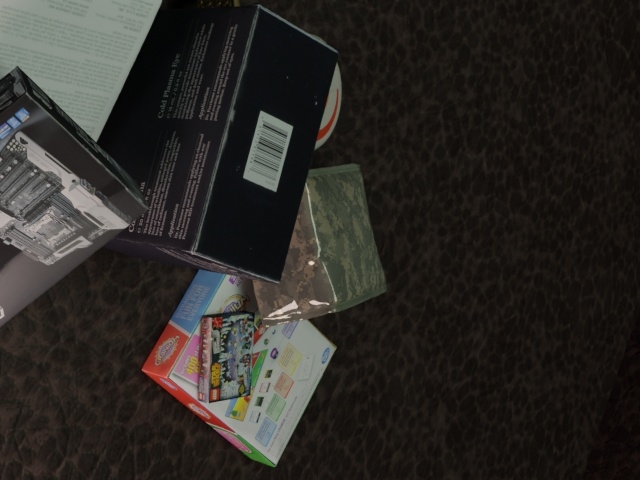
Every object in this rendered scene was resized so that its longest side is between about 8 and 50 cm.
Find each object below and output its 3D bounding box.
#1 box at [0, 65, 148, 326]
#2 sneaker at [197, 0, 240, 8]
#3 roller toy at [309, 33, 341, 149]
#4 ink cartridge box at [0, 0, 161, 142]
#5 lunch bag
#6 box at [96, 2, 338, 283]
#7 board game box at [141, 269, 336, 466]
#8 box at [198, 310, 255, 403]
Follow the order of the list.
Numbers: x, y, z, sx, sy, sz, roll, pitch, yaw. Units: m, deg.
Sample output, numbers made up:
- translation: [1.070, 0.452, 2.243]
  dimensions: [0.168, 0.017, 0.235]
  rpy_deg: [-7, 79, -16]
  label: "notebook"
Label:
- translation: [-0.412, -0.034, 1.523]
  dimensions: [0.307, 0.076, 0.242]
  rpy_deg: [-37, 131, 5]
  label: "box"
- translation: [-0.150, -0.377, 1.829]
  dimensions: [0.086, 0.064, 0.192]
  rpy_deg: [34, 29, -58]
  label: "sneaker"
- translation: [-0.069, -0.239, 1.935]
  dimensions: [0.191, 0.146, 0.209]
  rpy_deg: [55, 51, -48]
  label: "roller toy"
- translation: [-0.417, -0.201, 1.573]
  dimensions: [0.308, 0.091, 0.385]
  rpy_deg: [7, 119, -49]
  label: "ink cartridge box"
- translation: [0.000, 0.000, 1.995]
  dimensions: [0.287, 0.168, 0.235]
  rpy_deg: [-12, 88, -61]
  label: "lunch bag"
- translation: [-0.179, -0.140, 1.705]
  dimensions: [0.179, 0.312, 0.343]
  rpy_deg: [22, 80, -48]
  label: "box"
- translation: [-0.125, 0.195, 2.003]
  dimensions: [0.316, 0.064, 0.242]
  rpy_deg: [48, 61, -41]
  label: "board game box"
- translation: [-0.148, 0.182, 1.905]
  dimensions: [0.094, 0.027, 0.137]
  rpy_deg: [-4, 100, -47]
  label: "box"
